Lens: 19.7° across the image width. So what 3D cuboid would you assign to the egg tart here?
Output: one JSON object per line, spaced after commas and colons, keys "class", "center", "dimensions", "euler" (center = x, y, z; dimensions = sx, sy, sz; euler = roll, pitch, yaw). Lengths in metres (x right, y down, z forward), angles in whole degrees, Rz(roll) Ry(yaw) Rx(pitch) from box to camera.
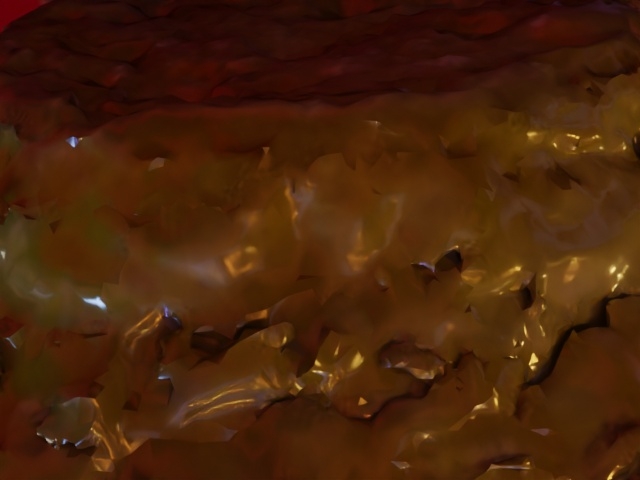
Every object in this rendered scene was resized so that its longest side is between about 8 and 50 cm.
{"class": "egg tart", "center": [0.000, 0.000, 0.453], "dimensions": [0.294, 0.294, 0.123], "euler": [-37, 124, -57]}
